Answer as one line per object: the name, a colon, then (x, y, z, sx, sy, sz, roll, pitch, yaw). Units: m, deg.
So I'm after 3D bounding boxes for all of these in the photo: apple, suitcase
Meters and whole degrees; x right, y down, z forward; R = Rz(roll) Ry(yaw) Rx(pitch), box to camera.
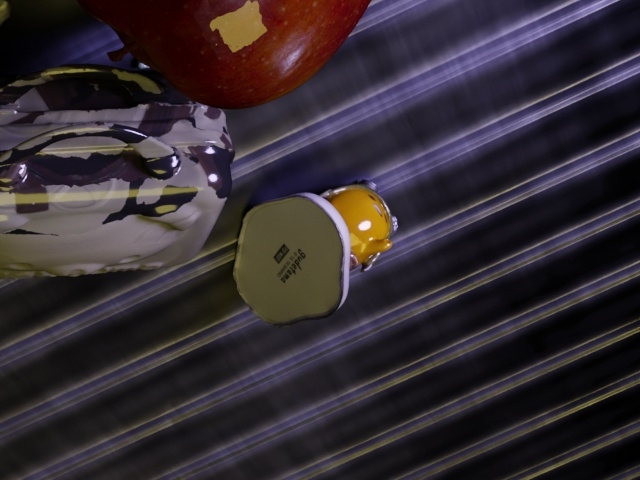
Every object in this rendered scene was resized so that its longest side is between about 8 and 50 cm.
apple: (-0.086, -0.279, 1.559, 0.317, 0.288, 0.288, -41, 137, 0)
suitcase: (-0.272, -0.070, 1.706, 0.351, 0.194, 0.339, -4, 161, -18)

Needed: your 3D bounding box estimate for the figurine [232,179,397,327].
figurine: (0.000, 0.000, 2.039, 0.141, 0.166, 0.250, -36, -179, -39)

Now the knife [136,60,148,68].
knife: (-0.107, -0.221, 1.810, 0.207, 0.014, 0.030, -11, 137, -8)

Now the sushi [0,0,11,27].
sushi: (-0.389, -0.256, 1.613, 0.150, 0.078, 0.090, 3, 127, -22)
